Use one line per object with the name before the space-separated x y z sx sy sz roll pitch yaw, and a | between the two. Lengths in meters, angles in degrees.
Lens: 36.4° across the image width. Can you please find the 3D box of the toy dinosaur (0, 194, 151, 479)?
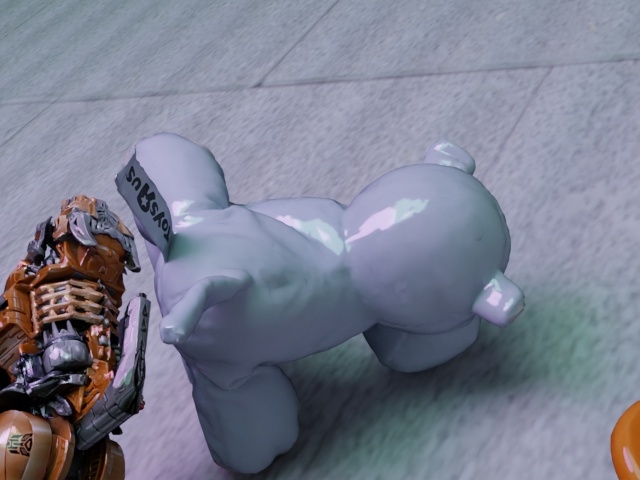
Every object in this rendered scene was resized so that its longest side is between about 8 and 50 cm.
toy dinosaur | -0.192 0.127 0.579 0.218 0.164 0.322 -18 35 31

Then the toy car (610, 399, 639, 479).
toy car | 0.232 0.115 0.472 0.182 0.136 0.159 -2 38 30

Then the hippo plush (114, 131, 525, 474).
hippo plush | 0.000 0.000 0.680 0.237 0.294 0.234 -18 59 -8
